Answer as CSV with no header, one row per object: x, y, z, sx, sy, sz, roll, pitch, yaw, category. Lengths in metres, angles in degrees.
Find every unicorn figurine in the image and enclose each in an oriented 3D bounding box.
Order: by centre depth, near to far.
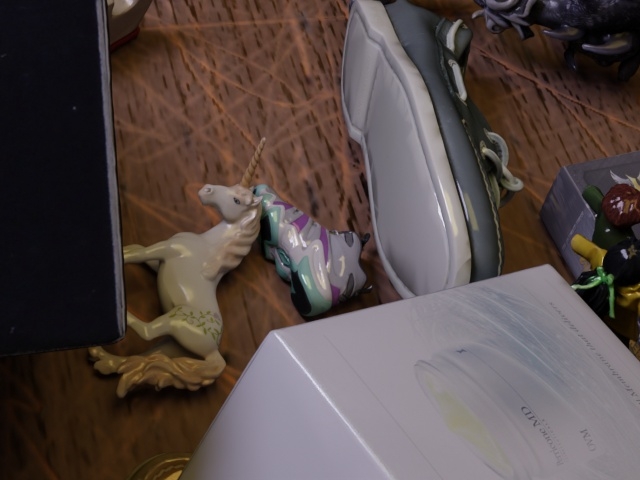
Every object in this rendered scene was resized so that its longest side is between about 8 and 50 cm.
-0.087,0.022,0.863,0.111,0.060,0.162,-1,70,-11,unicorn figurine

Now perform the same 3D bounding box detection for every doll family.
0.195,0.049,0.798,0.076,0.111,0.193,-33,61,-17,doll family

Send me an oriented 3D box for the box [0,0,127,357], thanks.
-0.290,-0.045,0.688,0.343,0.179,0.312,-5,10,-16,box

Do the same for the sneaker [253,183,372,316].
0.000,0.000,0.910,0.069,0.038,0.098,-16,66,-26,sneaker

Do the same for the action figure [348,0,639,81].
0.165,-0.205,1.031,0.275,0.164,0.141,10,70,6,action figure

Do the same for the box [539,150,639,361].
0.290,0.013,0.947,0.231,0.056,0.183,-12,55,-21,box

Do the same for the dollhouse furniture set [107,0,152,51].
-0.236,-0.302,1.060,0.374,0.152,0.201,49,55,5,dollhouse furniture set

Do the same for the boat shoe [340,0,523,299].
0.082,-0.064,0.897,0.099,0.116,0.319,4,32,-12,boat shoe

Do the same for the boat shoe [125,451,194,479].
-0.069,0.218,0.679,0.104,0.089,0.285,5,50,-8,boat shoe

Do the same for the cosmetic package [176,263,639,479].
0.088,0.147,0.698,0.224,0.138,0.224,-12,53,-45,cosmetic package
